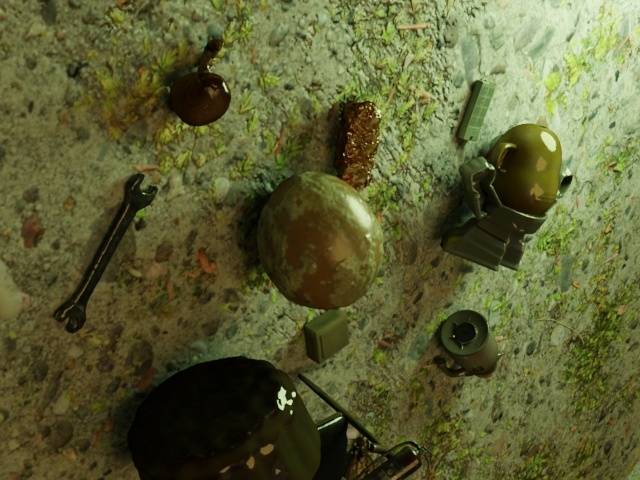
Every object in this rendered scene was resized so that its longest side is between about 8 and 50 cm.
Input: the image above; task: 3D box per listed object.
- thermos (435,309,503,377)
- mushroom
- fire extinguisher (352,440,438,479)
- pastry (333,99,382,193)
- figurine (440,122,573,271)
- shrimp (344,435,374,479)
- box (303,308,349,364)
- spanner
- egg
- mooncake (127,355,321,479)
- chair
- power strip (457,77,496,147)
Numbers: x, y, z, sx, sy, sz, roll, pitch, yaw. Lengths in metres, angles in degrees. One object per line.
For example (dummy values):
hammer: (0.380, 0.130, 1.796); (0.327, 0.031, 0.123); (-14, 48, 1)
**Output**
thermos: (0.316, 0.240, 2.290); (0.137, 0.105, 0.193); (-31, 146, 5)
mushroom: (-0.163, -0.220, 1.499); (0.088, 0.073, 0.129); (14, 102, -19)
fire extinguisher: (0.116, 0.386, 1.779); (0.158, 0.064, 0.043); (-34, 176, -11)
pastry: (0.057, -0.160, 1.784); (0.087, 0.063, 0.169); (-11, 126, -33)
figurine: (0.373, -0.092, 2.080); (0.342, 0.167, 0.284); (-26, 142, -62)
shrimp: (0.086, 0.480, 2.221); (0.099, 0.041, 0.180); (-20, 126, -40)
box: (0.013, 0.174, 1.958); (0.079, 0.035, 0.083); (-31, 134, -31)
spanner: (-0.307, 0.020, 1.533); (0.054, 0.015, 0.254); (28, 91, -51)
egg: (0.000, 0.000, 1.707); (0.203, 0.203, 0.245); (-38, 129, -25)
mooncake: (-0.154, 0.307, 1.670); (0.290, 0.290, 0.161); (-37, 126, -26)
chair: (-0.010, 0.384, 1.875); (0.166, 0.272, 0.188); (-20, 126, -39)
power strip: (0.293, -0.238, 2.018); (0.051, 0.019, 0.136); (2, 111, -50)
